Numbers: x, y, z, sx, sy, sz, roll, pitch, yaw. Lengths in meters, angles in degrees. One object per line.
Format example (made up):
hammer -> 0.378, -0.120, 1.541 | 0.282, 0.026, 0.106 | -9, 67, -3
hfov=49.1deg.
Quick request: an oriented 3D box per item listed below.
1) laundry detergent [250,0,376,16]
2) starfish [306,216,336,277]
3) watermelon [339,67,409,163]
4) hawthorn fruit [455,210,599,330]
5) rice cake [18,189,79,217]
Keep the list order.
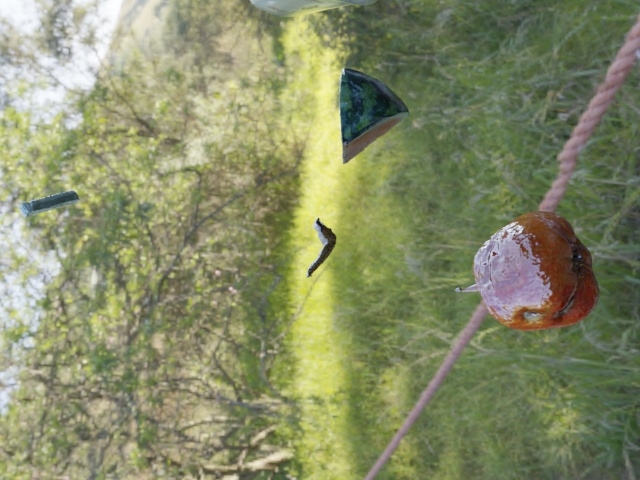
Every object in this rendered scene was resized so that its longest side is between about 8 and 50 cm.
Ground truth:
laundry detergent -> 0.009, -0.428, 1.155 | 0.253, 0.181, 0.091 | 10, 98, 45
starfish -> 0.005, 0.003, 1.127 | 0.130, 0.041, 0.133 | 101, 178, -64
watermelon -> 0.096, -0.230, 1.436 | 0.202, 0.136, 0.207 | 79, -154, -43
hawthorn fruit -> 0.348, 0.069, 1.234 | 0.243, 0.207, 0.207 | -21, 53, 34
rice cake -> -0.460, -0.063, 1.191 | 0.021, 0.022, 0.121 | -39, -4, 29
